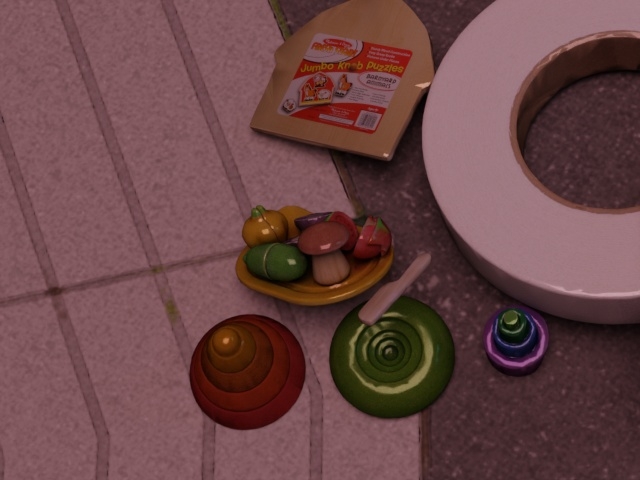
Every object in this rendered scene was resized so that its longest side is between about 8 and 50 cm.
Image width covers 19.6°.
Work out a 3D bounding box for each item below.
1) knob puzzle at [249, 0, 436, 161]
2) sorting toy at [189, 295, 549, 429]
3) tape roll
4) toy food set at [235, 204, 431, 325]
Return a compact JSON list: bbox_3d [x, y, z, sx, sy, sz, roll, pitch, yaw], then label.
[{"bbox_3d":[0.039,-0.177,1.948,0.213,0.030,0.213,-11,58,18],"label":"knob puzzle"},{"bbox_3d":[0.039,0.101,1.809,0.365,0.126,0.127,-6,70,8],"label":"sorting toy"},{"bbox_3d":[0.297,-0.105,1.842,0.392,0.072,0.392,-5,63,11],"label":"tape roll"},{"bbox_3d":[0.000,0.000,1.831,0.218,0.071,0.128,16,44,42],"label":"toy food set"}]
